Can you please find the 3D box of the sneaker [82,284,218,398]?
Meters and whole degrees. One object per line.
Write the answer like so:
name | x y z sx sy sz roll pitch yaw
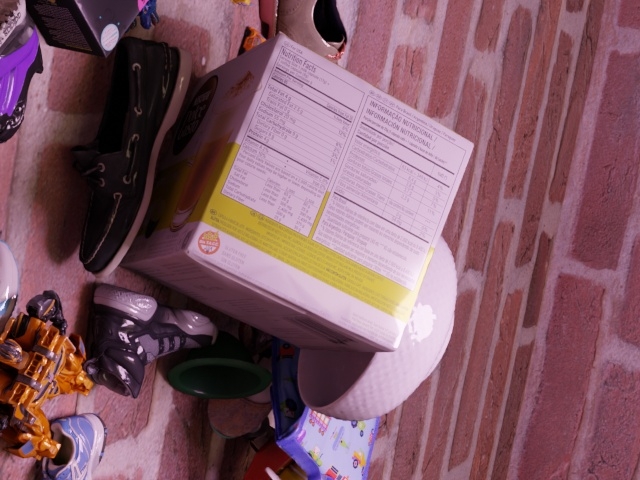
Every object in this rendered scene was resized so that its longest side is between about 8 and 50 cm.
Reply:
sneaker | -0.266 0.165 1.876 0.268 0.101 0.153 27 79 -56

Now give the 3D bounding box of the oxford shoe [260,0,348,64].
oxford shoe | -0.022 -0.302 2.073 0.123 0.130 0.348 -43 138 -46

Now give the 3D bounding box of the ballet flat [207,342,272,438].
ballet flat | -0.099 0.235 2.198 0.106 0.107 0.316 -58 173 32

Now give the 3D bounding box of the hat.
hat | -0.166 0.155 2.064 0.208 0.172 0.184 130 -34 -57

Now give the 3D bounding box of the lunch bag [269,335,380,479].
lunch bag | 0.012 0.291 2.096 0.221 0.138 0.293 53 31 -40

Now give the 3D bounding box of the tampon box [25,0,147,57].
tampon box | -0.307 -0.334 1.555 0.120 0.101 0.161 -60 149 -26

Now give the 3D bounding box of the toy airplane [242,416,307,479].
toy airplane | -0.082 0.520 2.185 0.386 0.272 0.385 -39 146 -60

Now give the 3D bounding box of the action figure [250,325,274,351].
action figure | -0.140 0.040 2.009 0.164 0.141 0.276 -32 96 -27

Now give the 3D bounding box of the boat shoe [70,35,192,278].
boat shoe | -0.285 -0.122 1.695 0.113 0.127 0.340 21 91 -33

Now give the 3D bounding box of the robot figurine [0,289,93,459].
robot figurine | -0.372 0.186 1.611 0.291 0.085 0.211 100 14 -69

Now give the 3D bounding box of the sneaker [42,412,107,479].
sneaker | -0.375 0.354 1.792 0.081 0.080 0.211 17 78 -56

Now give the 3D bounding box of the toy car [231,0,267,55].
toy car | -0.116 -0.335 1.980 0.060 0.040 0.122 -64 151 -22

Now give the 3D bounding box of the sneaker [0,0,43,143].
sneaker | -0.414 -0.153 1.440 0.293 0.102 0.146 -57 148 -32

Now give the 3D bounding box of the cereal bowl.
cereal bowl | 0.107 0.129 1.911 0.141 0.339 0.339 25 77 -18

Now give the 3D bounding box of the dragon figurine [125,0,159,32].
dragon figurine | -0.223 -0.428 1.687 0.144 0.085 0.289 -26 126 -57

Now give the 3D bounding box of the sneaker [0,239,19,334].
sneaker | -0.448 0.095 1.512 0.092 0.087 0.229 48 58 -56

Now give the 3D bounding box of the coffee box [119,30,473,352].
coffee box | -0.042 -0.054 1.796 0.338 0.337 0.334 26 76 -21
